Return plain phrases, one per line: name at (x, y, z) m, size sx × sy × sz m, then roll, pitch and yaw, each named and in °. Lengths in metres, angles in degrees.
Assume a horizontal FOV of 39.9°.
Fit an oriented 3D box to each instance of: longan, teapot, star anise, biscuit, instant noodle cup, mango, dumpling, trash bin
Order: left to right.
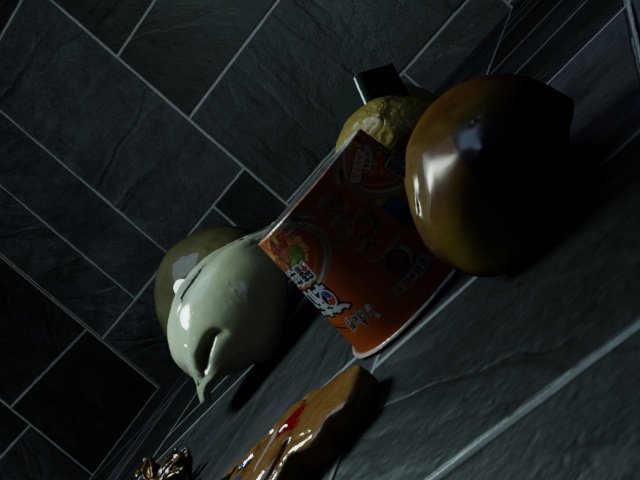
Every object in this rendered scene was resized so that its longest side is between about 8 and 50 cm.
star anise at (-0.300, 0.439, 1.502) m, size 0.234 × 0.073 × 0.177 m, roll -28°, pitch 22°, yaw 26°
longan at (-0.239, 0.131, 2.101) m, size 0.361 × 0.361 × 0.361 m, roll -49°, pitch 5°, yaw 6°
dumpling at (-0.183, 0.139, 1.770) m, size 0.395 × 0.233 × 0.315 m, roll -70°, pitch 12°, yaw -17°
biscuit at (-0.057, 0.254, 0.990) m, size 0.334 × 0.047 × 0.202 m, roll -46°, pitch 6°, yaw 29°
instant noodle cup at (0.056, -0.006, 1.116) m, size 0.250 × 0.192 × 0.250 m, roll -48°, pitch 4°, yaw 5°
trash bin at (0.120, -0.196, 1.668) m, size 0.115 × 0.225 × 0.165 m, roll -22°, pitch -6°, yaw -23°
teapot at (0.121, -0.094, 1.267) m, size 0.311 × 0.203 × 0.167 m, roll -11°, pitch 44°, yaw 43°
mango at (0.175, -0.085, 0.924) m, size 0.201 × 0.153 × 0.287 m, roll -37°, pitch 10°, yaw 13°

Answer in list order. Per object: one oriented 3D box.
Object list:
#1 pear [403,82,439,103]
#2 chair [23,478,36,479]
pear at (0.153, -0.229, 1.847) m, size 0.228 × 0.211 × 0.188 m, roll -47°, pitch 3°, yaw 15°
chair at (-0.305, 0.389, 1.092) m, size 0.106 × 0.229 × 0.113 m, roll -53°, pitch 4°, yaw -36°
